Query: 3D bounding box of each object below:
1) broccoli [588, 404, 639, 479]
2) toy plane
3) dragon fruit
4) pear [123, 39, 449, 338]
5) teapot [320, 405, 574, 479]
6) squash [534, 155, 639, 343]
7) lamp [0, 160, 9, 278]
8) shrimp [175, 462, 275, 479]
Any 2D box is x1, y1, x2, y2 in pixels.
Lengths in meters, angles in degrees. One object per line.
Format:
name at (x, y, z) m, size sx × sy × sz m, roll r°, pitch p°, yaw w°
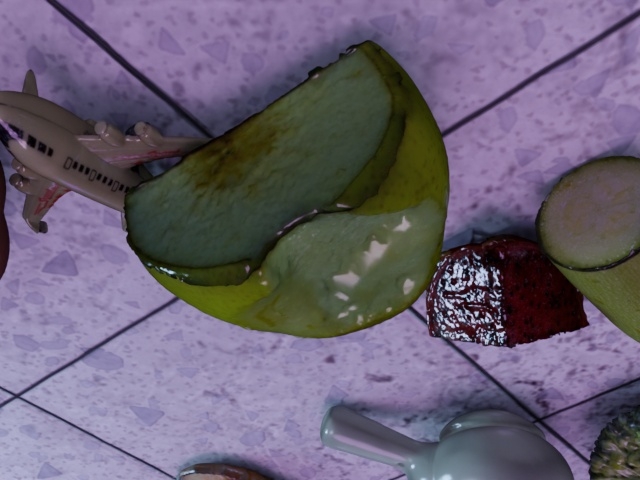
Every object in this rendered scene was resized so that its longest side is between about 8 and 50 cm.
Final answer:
broccoli at (0.481, 0.334, 1.039) m, size 0.263 × 0.243 × 0.247 m, roll 29°, pitch 115°, yaw -33°
toy plane at (-0.203, -0.070, 0.727) m, size 0.229 × 0.092 × 0.244 m, roll -18°, pitch 147°, yaw 19°
dragon fruit at (0.204, 0.052, 0.882) m, size 0.161 × 0.120 × 0.127 m, roll -3°, pitch 97°, yaw -33°
pear at (0.000, 0.000, 0.726) m, size 0.292 × 0.159 × 0.292 m, roll -18°, pitch 145°, yaw -13°
teapot at (0.178, 0.289, 1.057) m, size 0.318 × 0.149 × 0.220 m, roll 26°, pitch 136°, yaw -25°
squash at (0.334, 0.035, 0.823) m, size 0.132 × 0.132 × 0.247 m, roll -30°, pitch 129°, yaw 26°
lamp at (-0.425, -0.019, 0.682) m, size 0.305 × 0.239 × 0.305 m, roll -11°, pitch 111°, yaw -32°
shrimp at (-0.104, 0.393, 1.232) m, size 0.251 × 0.052 × 0.143 m, roll 31°, pitch 138°, yaw -18°
